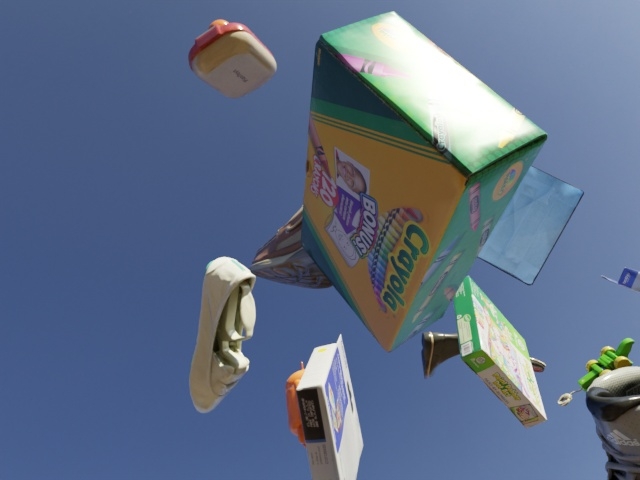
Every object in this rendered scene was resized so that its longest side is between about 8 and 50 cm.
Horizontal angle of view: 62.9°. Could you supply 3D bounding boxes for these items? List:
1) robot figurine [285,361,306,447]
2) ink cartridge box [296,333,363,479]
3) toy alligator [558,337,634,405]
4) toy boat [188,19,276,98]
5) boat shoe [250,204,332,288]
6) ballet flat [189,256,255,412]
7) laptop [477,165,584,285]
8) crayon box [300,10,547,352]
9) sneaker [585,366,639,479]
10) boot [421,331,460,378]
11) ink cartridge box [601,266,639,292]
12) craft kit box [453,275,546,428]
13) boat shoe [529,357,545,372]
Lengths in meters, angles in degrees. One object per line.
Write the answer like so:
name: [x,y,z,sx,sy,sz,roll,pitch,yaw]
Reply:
robot figurine: [-0.032,0.455,1.453,0.158,0.219,0.128,20,-49,-32]
ink cartridge box: [0.027,0.401,1.158,0.072,0.307,0.303,-10,-84,9]
toy alligator: [0.554,0.272,1.034,0.051,0.056,0.189,43,-85,-12]
toy boat: [-0.202,-0.422,1.165,0.151,0.231,0.151,-27,-103,14]
boat shoe: [0.000,0.000,0.822,0.123,0.324,0.116,22,-115,-34]
ballet flat: [-0.224,0.242,1.238,0.139,0.139,0.400,4,-79,-21]
laptop: [0.589,-0.140,1.667,0.408,0.236,0.382,42,-104,-39]
crayon box: [0.064,-0.033,0.477,0.081,0.165,0.278,-28,-28,-22]
sneaker: [0.200,0.167,0.348,0.132,0.086,0.228,49,-115,-19]
boot: [0.361,0.332,1.500,0.137,0.077,0.198,-5,-41,4]
ink cartridge box: [0.966,0.146,1.438,0.186,0.311,0.065,13,-82,-37]
craft kit box: [0.389,0.240,1.161,0.061,0.250,0.246,-32,-67,25]
boat shoe: [0.496,0.319,1.326,0.137,0.043,0.049,5,-39,18]
